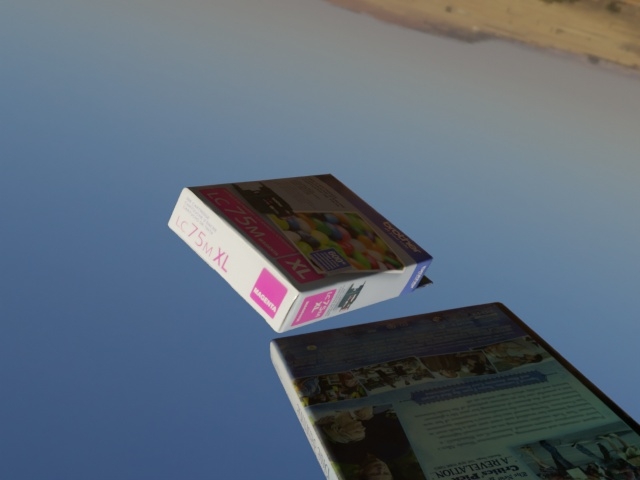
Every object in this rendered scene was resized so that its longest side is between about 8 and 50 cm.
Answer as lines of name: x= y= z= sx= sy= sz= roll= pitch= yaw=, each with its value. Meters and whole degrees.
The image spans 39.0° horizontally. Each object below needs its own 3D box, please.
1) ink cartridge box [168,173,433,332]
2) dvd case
ink cartridge box: x=0.000 y=0.000 z=1.036 sx=0.186 sy=0.065 sz=0.311 roll=41 pitch=-153 yaw=26
dvd case: x=0.083 y=0.107 z=0.550 sx=0.180 sy=0.022 sz=0.253 roll=-8 pitch=-159 yaw=-13
